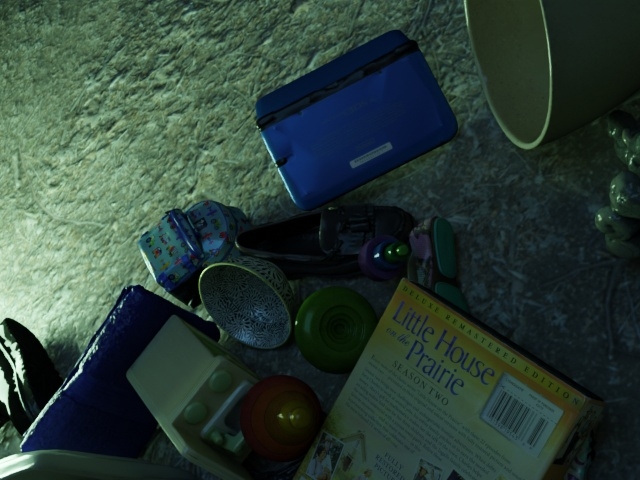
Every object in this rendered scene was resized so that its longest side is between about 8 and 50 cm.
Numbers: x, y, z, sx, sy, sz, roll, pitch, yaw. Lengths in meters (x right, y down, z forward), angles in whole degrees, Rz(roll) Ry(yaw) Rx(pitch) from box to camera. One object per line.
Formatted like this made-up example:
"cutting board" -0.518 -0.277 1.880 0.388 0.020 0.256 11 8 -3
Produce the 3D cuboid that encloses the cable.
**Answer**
"cable" -0.059 0.296 1.297 0.184 0.047 0.151 -34 45 21

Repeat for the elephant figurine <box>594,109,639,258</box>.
"elephant figurine" 0.445 -0.097 1.095 0.185 0.169 0.240 21 60 12

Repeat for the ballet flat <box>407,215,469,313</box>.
"ballet flat" 0.163 0.069 1.250 0.079 0.076 0.222 -35 46 38

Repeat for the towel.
"towel" -0.313 0.225 1.385 0.076 0.227 0.308 34 87 35

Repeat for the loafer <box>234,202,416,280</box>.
"loafer" 0.000 0.000 1.379 0.302 0.095 0.109 -13 57 30

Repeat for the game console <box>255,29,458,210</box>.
"game console" 0.052 -0.210 1.472 0.293 0.173 0.250 -27 83 6

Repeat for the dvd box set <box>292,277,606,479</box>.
"dvd box set" 0.121 0.298 1.098 0.307 0.062 0.421 33 98 41

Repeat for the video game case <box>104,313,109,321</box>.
"video game case" -0.368 0.189 1.591 0.122 0.011 0.087 19 78 40

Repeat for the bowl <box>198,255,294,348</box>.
"bowl" -0.101 0.083 1.389 0.170 0.170 0.080 0 34 35

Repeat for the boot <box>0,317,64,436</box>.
"boot" -0.597 0.324 1.593 0.260 0.131 0.348 -46 37 -4

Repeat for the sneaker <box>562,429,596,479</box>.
"sneaker" 0.293 0.269 1.062 0.069 0.038 0.098 4 68 36

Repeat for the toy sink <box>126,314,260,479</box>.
"toy sink" -0.155 0.232 1.278 0.131 0.153 0.234 -51 37 -3

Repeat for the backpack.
"backpack" -0.208 0.006 1.512 0.173 0.117 0.158 -37 51 9

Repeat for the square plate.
"square plate" -0.414 0.374 1.294 0.343 0.347 0.049 -22 63 24

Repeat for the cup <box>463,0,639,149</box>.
"cup" 0.358 -0.312 1.188 0.236 0.331 0.331 -14 54 -3

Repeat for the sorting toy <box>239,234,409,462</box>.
"sorting toy" 0.026 0.139 1.205 0.366 0.127 0.126 -57 7 -17
